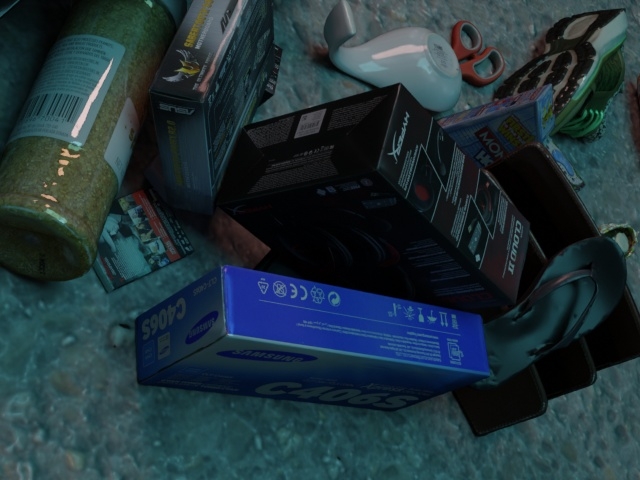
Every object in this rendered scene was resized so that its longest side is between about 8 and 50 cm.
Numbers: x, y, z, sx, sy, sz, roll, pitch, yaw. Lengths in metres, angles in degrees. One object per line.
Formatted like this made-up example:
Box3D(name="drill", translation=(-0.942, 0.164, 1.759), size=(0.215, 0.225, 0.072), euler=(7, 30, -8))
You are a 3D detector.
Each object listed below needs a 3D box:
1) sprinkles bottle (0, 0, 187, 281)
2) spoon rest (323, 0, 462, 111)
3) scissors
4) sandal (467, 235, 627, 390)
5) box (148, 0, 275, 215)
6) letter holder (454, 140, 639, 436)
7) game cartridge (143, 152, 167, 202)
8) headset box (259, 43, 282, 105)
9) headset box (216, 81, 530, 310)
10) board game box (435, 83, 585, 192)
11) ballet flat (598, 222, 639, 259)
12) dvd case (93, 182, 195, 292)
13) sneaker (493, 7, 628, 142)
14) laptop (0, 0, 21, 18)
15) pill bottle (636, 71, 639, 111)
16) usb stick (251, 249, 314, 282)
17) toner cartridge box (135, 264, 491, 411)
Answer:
Box3D(name="sprinkles bottle", translation=(-0.235, -0.134, 1.047), size=(0.121, 0.121, 0.355), euler=(32, 51, -25))
Box3D(name="spoon rest", translation=(0.101, -0.256, 1.446), size=(0.276, 0.084, 0.137), euler=(12, 58, -46))
Box3D(name="scissors", translation=(0.192, -0.250, 1.559), size=(0.109, 0.021, 0.297), euler=(54, 44, -5))
Box3D(name="sandal", translation=(0.266, 0.089, 1.209), size=(0.254, 0.054, 0.097), euler=(-38, 92, -14))
Box3D(name="box", translation=(-0.107, -0.172, 1.090), size=(0.056, 0.183, 0.231), euler=(14, 57, 7))
Box3D(name="letter holder", translation=(0.240, 0.056, 1.299), size=(0.152, 0.214, 0.302), euler=(-24, 85, -46))
Box3D(name="game cartridge", translation=(-0.159, -0.077, 1.148), size=(0.056, 0.017, 0.083), euler=(50, 34, -7))
Box3D(name="headset box", translation=(-0.081, -0.194, 1.257), size=(0.032, 0.062, 0.083), euler=(29, 52, -27))
Box3D(name="headset box", translation=(0.071, -0.020, 1.117), size=(0.293, 0.218, 0.110), euler=(41, 54, -38))
Box3D(name="board game box", translation=(0.263, -0.120, 1.429), size=(0.194, 0.194, 0.060), euler=(51, 44, -8))
Box3D(name="ballet flat", translation=(0.408, 0.030, 1.563), size=(0.241, 0.077, 0.091), euler=(-38, 96, -45))
Box3D(name="dvd case", translation=(-0.196, -0.004, 1.089), size=(0.119, 0.013, 0.087), euler=(-29, 88, -47))
Box3D(name="sneaker", translation=(0.419, -0.226, 1.678), size=(0.410, 0.158, 0.182), euler=(-47, 119, -40))
Box3D(name="laptop", translation=(-0.371, -0.301, 0.989), size=(0.382, 0.236, 0.408), euler=(39, 15, 11))
Box3D(name="pill bottle", translation=(0.639, -0.216, 1.869), size=(0.121, 0.121, 0.216), euler=(24, 54, -30))
Box3D(name="usb stick", translation=(0.000, 0.000, 1.237), size=(0.077, 0.045, 0.278), euler=(51, 44, -11))
Box3D(name="toner cartridge box", translation=(-0.001, 0.113, 1.091), size=(0.347, 0.165, 0.075), euler=(13, 60, -36))
